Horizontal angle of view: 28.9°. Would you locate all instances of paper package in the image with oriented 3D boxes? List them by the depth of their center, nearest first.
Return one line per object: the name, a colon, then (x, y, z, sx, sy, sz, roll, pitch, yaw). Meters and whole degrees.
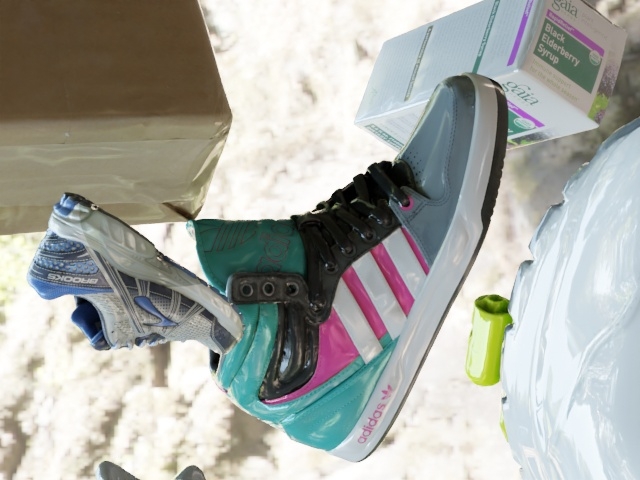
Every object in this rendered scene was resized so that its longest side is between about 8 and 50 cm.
paper package: (-0.259, -0.174, 1.038, 0.310, 0.168, 0.324, -5, -120, -27)

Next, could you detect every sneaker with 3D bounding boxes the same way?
sneaker: (0.124, 0.109, 0.339, 0.111, 0.129, 0.297, -7, -82, -15)
sneaker: (-0.092, 0.030, 0.608, 0.135, 0.052, 0.058, 40, -98, -44)
sneaker: (0.000, 0.000, 0.866, 0.179, 0.124, 0.295, 19, -80, -18)

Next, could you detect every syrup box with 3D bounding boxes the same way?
syrup box: (0.140, -0.138, 1.073, 0.093, 0.237, 0.096, 29, -109, -26)

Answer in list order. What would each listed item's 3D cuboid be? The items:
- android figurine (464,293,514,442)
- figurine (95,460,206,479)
android figurine: (0.268, 0.123, 1.223, 0.056, 0.248, 0.272, -76, -11, -61)
figurine: (-0.027, 0.215, 0.631, 0.215, 0.092, 0.209, 22, -132, -45)
